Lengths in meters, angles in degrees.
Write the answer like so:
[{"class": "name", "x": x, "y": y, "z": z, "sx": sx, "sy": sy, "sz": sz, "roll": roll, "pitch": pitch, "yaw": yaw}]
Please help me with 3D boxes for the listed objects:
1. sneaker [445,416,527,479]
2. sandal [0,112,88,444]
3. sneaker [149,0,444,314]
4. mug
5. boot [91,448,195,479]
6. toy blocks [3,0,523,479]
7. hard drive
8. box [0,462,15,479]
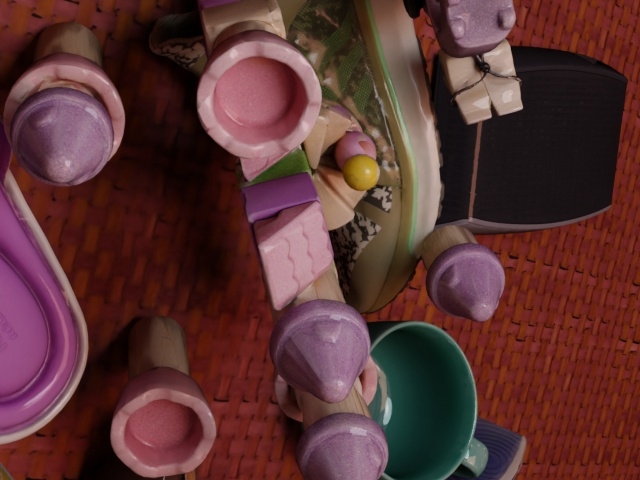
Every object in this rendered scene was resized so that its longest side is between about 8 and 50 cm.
[{"class": "sneaker", "x": 0.053, "y": 0.286, "z": 1.102, "sx": 0.315, "sy": 0.127, "sz": 0.182, "roll": -49, "pitch": 157, "yaw": -46}, {"class": "sandal", "x": -0.233, "y": -0.044, "z": 0.691, "sx": 0.169, "sy": 0.102, "sz": 0.416, "roll": -55, "pitch": 133, "yaw": -24}, {"class": "sneaker", "x": -0.028, "y": -0.128, "z": 0.906, "sx": 0.182, "sy": 0.158, "sz": 0.410, "roll": -13, "pitch": 116, "yaw": -12}, {"class": "mug", "x": 0.051, "y": 0.141, "z": 1.042, "sx": 0.129, "sy": 0.097, "sz": 0.157, "roll": -29, "pitch": 104, "yaw": -36}, {"class": "boot", "x": -0.193, "y": 0.218, "z": 0.821, "sx": 0.207, "sy": 0.090, "sz": 0.248, "roll": 27, "pitch": 84, "yaw": -50}, {"class": "toy blocks", "x": 0.000, "y": 0.000, "z": 0.752, "sx": 0.309, "sy": 0.260, "sz": 0.288, "roll": -14, "pitch": 117, "yaw": -2}, {"class": "hard drive", "x": 0.192, "y": -0.088, "z": 1.182, "sx": 0.255, "sy": 0.054, "sz": 0.172, "roll": -6, "pitch": 106, "yaw": -47}, {"class": "box", "x": -0.239, "y": 0.199, "z": 0.688, "sx": 0.203, "sy": 0.103, "sz": 0.114, "roll": -39, "pitch": 103, "yaw": -12}]
